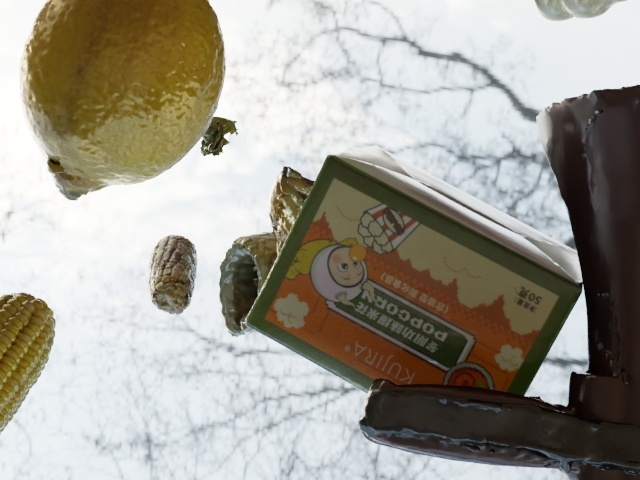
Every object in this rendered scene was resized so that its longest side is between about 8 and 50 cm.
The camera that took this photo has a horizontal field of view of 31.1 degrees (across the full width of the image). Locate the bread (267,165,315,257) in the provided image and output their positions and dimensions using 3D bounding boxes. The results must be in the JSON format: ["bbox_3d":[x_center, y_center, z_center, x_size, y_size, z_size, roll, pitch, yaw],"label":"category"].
[{"bbox_3d":[-0.002,0.007,1.718,0.174,0.133,0.251,50,-165,30],"label":"bread"}]

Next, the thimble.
[{"bbox_3d":[-0.077,0.072,1.877,0.143,0.190,0.137,-11,-143,-40],"label":"thimble"}]

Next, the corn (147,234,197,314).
[{"bbox_3d":[-0.253,0.059,1.957,0.086,0.086,0.253,4,-160,-6],"label":"corn"}]

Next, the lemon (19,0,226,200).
[{"bbox_3d":[-0.189,-0.158,1.085,0.188,0.257,0.188,21,-175,-2],"label":"lemon"}]

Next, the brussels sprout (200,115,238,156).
[{"bbox_3d":[-0.184,-0.179,1.983,0.058,0.085,0.085,32,-160,-31],"label":"brussels sprout"}]

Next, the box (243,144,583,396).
[{"bbox_3d":[0.076,0.038,0.850,0.195,0.148,0.177,29,-167,8],"label":"box"}]

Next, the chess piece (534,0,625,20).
[{"bbox_3d":[0.456,-0.385,1.578,0.299,0.167,0.167,8,-153,36],"label":"chess piece"}]

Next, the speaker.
[{"bbox_3d":[0.189,0.063,0.721,0.259,0.329,0.198,17,167,-32],"label":"speaker"}]

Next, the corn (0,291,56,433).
[{"bbox_3d":[-0.289,0.138,0.904,0.081,0.081,0.248,16,-137,12],"label":"corn"}]
